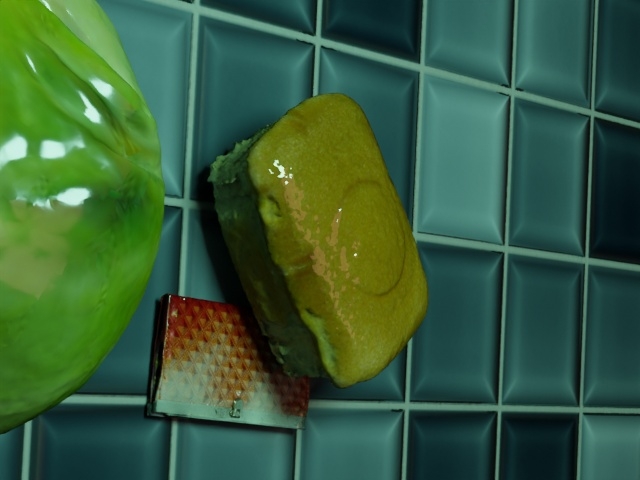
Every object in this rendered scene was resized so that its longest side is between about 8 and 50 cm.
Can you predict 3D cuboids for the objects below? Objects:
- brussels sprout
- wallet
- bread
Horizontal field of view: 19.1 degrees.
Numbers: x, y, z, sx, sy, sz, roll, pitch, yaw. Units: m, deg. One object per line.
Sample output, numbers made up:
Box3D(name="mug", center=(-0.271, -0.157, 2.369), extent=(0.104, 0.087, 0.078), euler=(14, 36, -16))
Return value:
Box3D(name="brussels sprout", center=(-0.243, -0.037, 1.224), extent=(0.344, 0.268, 0.344), euler=(11, 75, -46))
Box3D(name="wallet", center=(-0.074, 0.107, 1.636), extent=(0.196, 0.020, 0.103), euler=(13, 78, -51))
Box3D(name="bread", center=(0.000, 0.000, 1.637), extent=(0.174, 0.121, 0.245), euler=(-44, 121, -54))
